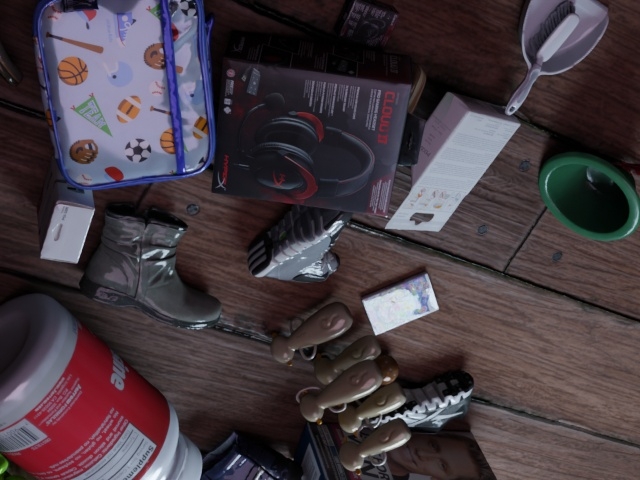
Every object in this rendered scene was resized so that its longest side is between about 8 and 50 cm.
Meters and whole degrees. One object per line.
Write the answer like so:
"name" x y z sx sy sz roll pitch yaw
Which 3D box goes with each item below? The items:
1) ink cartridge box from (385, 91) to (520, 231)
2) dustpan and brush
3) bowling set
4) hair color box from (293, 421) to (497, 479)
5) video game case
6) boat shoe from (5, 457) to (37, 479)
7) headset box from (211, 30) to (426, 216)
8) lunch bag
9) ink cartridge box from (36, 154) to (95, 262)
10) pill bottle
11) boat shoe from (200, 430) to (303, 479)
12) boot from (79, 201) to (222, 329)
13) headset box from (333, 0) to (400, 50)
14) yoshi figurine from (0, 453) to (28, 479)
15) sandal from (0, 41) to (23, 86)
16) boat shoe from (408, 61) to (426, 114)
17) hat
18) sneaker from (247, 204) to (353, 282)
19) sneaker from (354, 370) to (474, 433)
"ink cartridge box" 0.192 -0.117 1.702 0.181 0.056 0.225 2 130 -55
"dustpan and brush" 0.339 -0.286 1.674 0.147 0.060 0.211 25 113 -29
"bowling set" 0.054 0.261 1.894 0.154 0.287 0.200 -31 160 13
"hair color box" 0.141 0.434 2.029 0.347 0.174 0.105 7 119 -21
"video game case" 0.139 0.109 1.911 0.122 0.011 0.087 -23 126 -1
"boat shoe" -0.441 0.472 1.930 0.110 0.122 0.341 -31 125 21
"headset box" 0.001 -0.165 1.583 0.293 0.110 0.218 8 122 -2
"lunch bag" -0.257 -0.226 1.498 0.243 0.115 0.303 -7 119 -10
"ink cartridge box" -0.368 -0.045 1.584 0.056 0.135 0.099 12 119 -23
"pill bottle" -0.375 0.287 1.748 0.229 0.229 0.408 -35 126 8
"boat shoe" -0.195 0.488 2.018 0.158 0.127 0.340 38 107 -16
"boot" -0.240 0.040 1.717 0.246 0.083 0.161 18 111 -27
"headset box" 0.070 -0.316 1.594 0.083 0.032 0.062 12 119 -24
"yoshi figurine" -0.538 0.385 1.644 0.203 0.204 0.362 -12 129 42
"sandal" -0.439 -0.298 1.429 0.060 0.090 0.219 -36 125 -11
"boat shoe" 0.110 -0.188 1.681 0.072 0.068 0.190 11 127 -39
"hat" 0.495 -0.115 1.848 0.208 0.183 0.173 41 146 0
"sneaker" 0.000 0.000 1.745 0.132 0.086 0.228 22 139 -38
"sneaker" 0.173 0.318 2.020 0.234 0.078 0.106 -14 123 -9
